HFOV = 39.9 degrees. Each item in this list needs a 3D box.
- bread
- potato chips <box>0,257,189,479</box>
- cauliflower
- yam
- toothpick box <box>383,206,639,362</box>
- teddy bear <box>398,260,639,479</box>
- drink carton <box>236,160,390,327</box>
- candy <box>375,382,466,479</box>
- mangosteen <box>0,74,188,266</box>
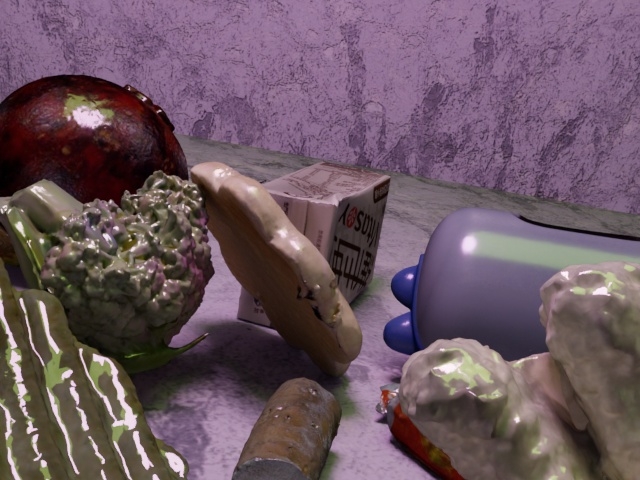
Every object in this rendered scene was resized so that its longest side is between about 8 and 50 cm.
[{"bbox_3d":[-0.052,0.032,1.043,0.054,0.316,0.316,-38,33,-15],"label":"bread"},{"bbox_3d":[-0.275,0.121,0.631,0.389,0.097,0.373,49,29,14],"label":"potato chips"},{"bbox_3d":[-0.250,0.015,0.948,0.315,0.239,0.256,38,11,1],"label":"cauliflower"},{"bbox_3d":[-0.028,0.189,0.809,0.078,0.078,0.179,12,14,6],"label":"yam"},{"bbox_3d":[0.259,0.097,1.090,0.354,0.263,0.263,11,14,7],"label":"toothpick box"},{"bbox_3d":[0.200,0.192,0.497,0.327,0.376,0.362,-29,-11,8],"label":"teddy bear"},{"bbox_3d":[0.000,0.000,1.327,0.131,0.194,0.324,12,15,16],"label":"drink carton"},{"bbox_3d":[0.144,0.207,0.892,0.086,0.059,0.292,1,18,-37],"label":"candy"},{"bbox_3d":[-0.359,-0.065,1.262,0.306,0.360,0.306,40,-4,3],"label":"mangosteen"}]
